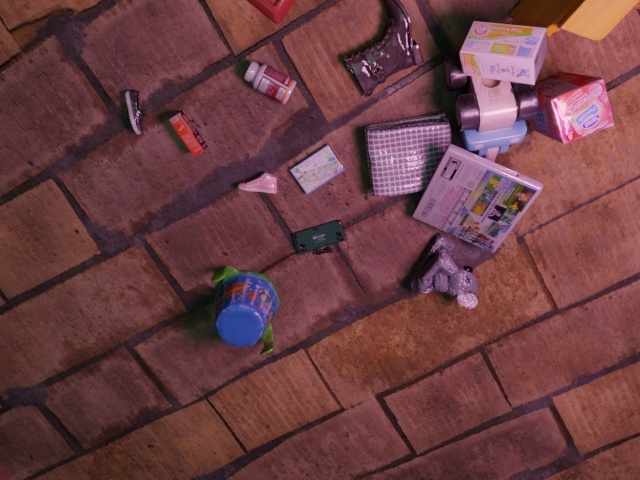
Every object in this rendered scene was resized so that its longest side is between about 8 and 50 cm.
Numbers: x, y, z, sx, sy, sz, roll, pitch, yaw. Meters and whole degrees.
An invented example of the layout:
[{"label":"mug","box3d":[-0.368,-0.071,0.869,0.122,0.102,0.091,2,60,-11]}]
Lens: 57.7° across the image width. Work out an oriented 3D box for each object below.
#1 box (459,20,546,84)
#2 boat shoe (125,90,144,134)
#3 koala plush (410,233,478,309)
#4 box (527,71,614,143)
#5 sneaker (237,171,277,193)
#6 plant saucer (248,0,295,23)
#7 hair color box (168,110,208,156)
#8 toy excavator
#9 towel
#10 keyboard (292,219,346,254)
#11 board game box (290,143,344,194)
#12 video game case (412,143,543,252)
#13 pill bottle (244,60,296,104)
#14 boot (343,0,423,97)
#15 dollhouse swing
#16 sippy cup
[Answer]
[{"label":"box","box3d":[0.502,-0.517,1.595,0.203,0.103,0.114,17,73,27]},{"label":"boat shoe","box3d":[-0.597,-0.417,1.887,0.040,0.049,0.142,-9,107,3]},{"label":"koala plush","box3d":[0.448,0.130,2.005,0.221,0.196,0.203,29,119,-9]},{"label":"box","box3d":[0.728,-0.403,1.742,0.154,0.300,0.142,-20,108,7]},{"label":"sneaker","box3d":[-0.210,-0.200,1.958,0.134,0.051,0.070,5,108,-5]},{"label":"plant saucer","box3d":[-0.155,-0.835,1.735,0.258,0.048,0.259,36,105,-11]},{"label":"hair color box","box3d":[-0.430,-0.349,1.896,0.043,0.072,0.141,-30,107,11]},{"label":"toy excavator","box3d":[0.532,-0.322,1.832,0.222,0.445,0.433,-10,68,6]},{"label":"towel","box3d":[0.294,-0.274,1.889,0.283,0.121,0.235,-8,110,3]},{"label":"keyboard","box3d":[0.000,0.000,2.042,0.180,0.023,0.108,-17,102,7]},{"label":"board game box","box3d":[-0.010,-0.239,1.954,0.154,0.026,0.103,-32,106,11]},{"label":"video game case","box3d":[0.479,-0.123,1.821,0.300,0.036,0.329,24,142,4]},{"label":"pill bottle","box3d":[-0.159,-0.501,1.832,0.152,0.086,0.086,28,107,-9]},{"label":"boot","box3d":[0.177,-0.601,1.790,0.229,0.091,0.263,-24,110,8]},{"label":"dollhouse swing","box3d":[0.793,-0.635,1.645,0.305,0.347,0.315,35,107,-22]},{"label":"sippy cup","box3d":[-0.267,0.252,2.026,0.305,0.224,0.240,25,108,-8]}]
